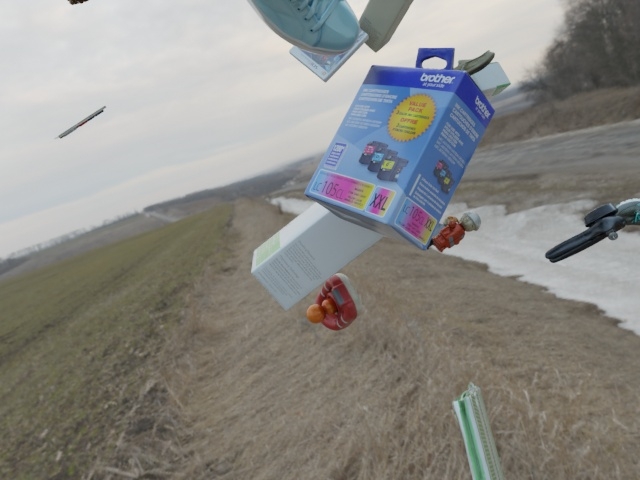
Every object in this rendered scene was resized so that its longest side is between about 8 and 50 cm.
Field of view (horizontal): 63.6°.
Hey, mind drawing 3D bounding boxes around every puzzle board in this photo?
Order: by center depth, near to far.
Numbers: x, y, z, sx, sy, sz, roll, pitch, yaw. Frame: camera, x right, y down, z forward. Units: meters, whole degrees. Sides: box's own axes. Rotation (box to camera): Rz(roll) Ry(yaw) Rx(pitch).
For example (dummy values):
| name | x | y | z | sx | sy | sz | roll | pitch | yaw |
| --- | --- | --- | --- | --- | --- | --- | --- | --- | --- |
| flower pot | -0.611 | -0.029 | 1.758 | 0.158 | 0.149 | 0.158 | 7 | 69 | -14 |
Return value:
| name | x | y | z | sx | sy | sz | roll | pitch | yaw |
| --- | --- | --- | --- | --- | --- | --- | --- | --- | --- |
| puzzle board | -0.568 | -0.277 | 1.222 | 0.128 | 0.011 | 0.096 | -42 | 26 | -21 |

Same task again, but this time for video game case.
| name | x | y | z | sx | sy | sz | roll | pitch | yaw |
| --- | --- | --- | --- | --- | --- | --- | --- | --- | --- |
| video game case | 0.025 | -0.634 | 1.667 | 0.201 | 0.183 | 0.023 | -46 | -23 | 1 |

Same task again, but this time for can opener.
| name | x | y | z | sx | sy | sz | roll | pitch | yaw |
| --- | --- | --- | --- | --- | --- | --- | --- | --- | --- |
| can opener | 0.604 | -0.004 | 1.180 | 0.186 | 0.059 | 0.073 | -43 | 33 | 30 |

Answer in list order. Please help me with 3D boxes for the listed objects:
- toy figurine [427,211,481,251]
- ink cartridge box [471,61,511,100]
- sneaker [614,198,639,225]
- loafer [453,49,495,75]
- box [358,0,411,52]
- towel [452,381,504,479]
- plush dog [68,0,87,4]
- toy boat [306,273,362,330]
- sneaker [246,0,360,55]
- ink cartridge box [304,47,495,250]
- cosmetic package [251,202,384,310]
| name | x | y | z | sx | sy | sz | roll | pitch | yaw |
| --- | --- | --- | --- | --- | --- | --- | --- | --- | --- |
| toy figurine | 0.334 | -0.084 | 1.472 | 0.148 | 0.213 | 0.209 | -34 | 2 | -3 |
| ink cartridge box | 0.443 | -0.436 | 1.568 | 0.153 | 0.087 | 0.208 | -22 | -10 | -34 |
| sneaker | 0.763 | -0.058 | 1.186 | 0.166 | 0.065 | 0.076 | -4 | 22 | 7 |
| loafer | 0.389 | -0.462 | 1.370 | 0.147 | 0.050 | 0.056 | -30 | -5 | 20 |
| box | 0.212 | -0.732 | 1.609 | 0.094 | 0.113 | 0.275 | -47 | -1 | -30 |
| towel | 0.349 | 0.445 | 1.123 | 0.038 | 0.248 | 0.325 | -17 | -15 | 17 |
| plush dog | -0.515 | -0.608 | 1.020 | 0.225 | 0.263 | 0.210 | 14 | -2 | -35 |
| toy boat | 0.025 | 0.209 | 1.602 | 0.151 | 0.151 | 0.231 | -23 | -17 | -20 |
| sneaker | -0.055 | -0.430 | 0.849 | 0.135 | 0.365 | 0.150 | -61 | 34 | 3 |
| ink cartridge box | 0.175 | -0.213 | 1.096 | 0.269 | 0.151 | 0.396 | 24 | 84 | 47 |
| cosmetic package | 0.000 | 0.000 | 1.411 | 0.365 | 0.155 | 0.197 | -39 | 15 | 5 |
